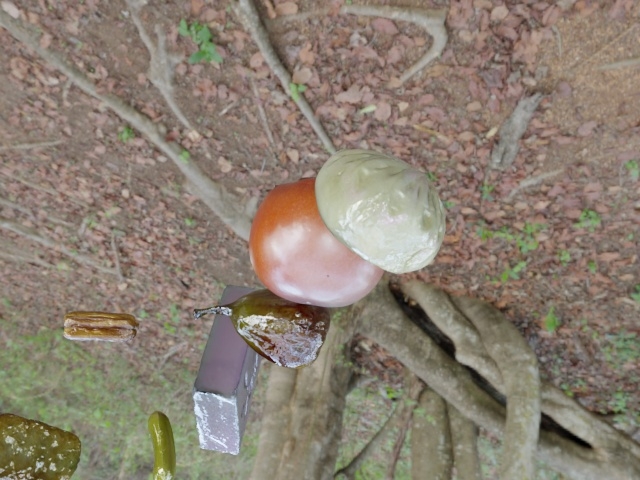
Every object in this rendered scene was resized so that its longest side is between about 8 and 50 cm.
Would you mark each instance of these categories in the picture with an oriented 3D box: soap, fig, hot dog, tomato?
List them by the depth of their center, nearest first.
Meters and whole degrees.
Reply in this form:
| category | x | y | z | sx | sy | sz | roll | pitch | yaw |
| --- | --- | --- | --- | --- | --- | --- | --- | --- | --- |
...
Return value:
| category | x | y | z | sx | sy | sz | roll | pitch | yaw |
| --- | --- | --- | --- | --- | --- | --- | --- | --- | --- |
| tomato | 0.000 | 0.000 | 0.924 | 0.255 | 0.225 | 0.256 | 8 | 167 | 2 |
| soap | -0.295 | 0.388 | 0.992 | 0.045 | 0.140 | 0.089 | -3 | 148 | -23 |
| fig | -0.121 | 0.163 | 1.088 | 0.274 | 0.146 | 0.170 | 12 | 121 | -4 |
| hot dog | -0.499 | 0.195 | 1.216 | 0.165 | 0.071 | 0.045 | 3 | -164 | -9 |
| soap | -0.211 | 0.302 | 1.256 | 0.107 | 0.296 | 0.285 | 7 | 137 | 2 |

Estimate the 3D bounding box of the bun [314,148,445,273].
| category | x | y | z | sx | sy | sz | roll | pitch | yaw |
| --- | --- | --- | --- | --- | --- | --- | --- | --- | --- |
| bun | 0.086 | -0.056 | 0.730 | 0.178 | 0.193 | 0.128 | 19 | 117 | -34 |

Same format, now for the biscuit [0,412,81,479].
| category | x | y | z | sx | sy | sz | roll | pitch | yaw |
| --- | --- | --- | --- | --- | --- | --- | --- | --- | --- |
| biscuit | -0.548 | 0.403 | 1.002 | 0.028 | 0.119 | 0.247 | -2 | 148 | 22 |
